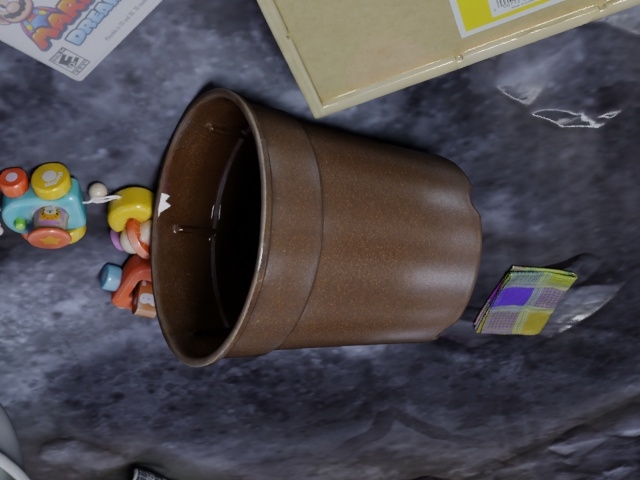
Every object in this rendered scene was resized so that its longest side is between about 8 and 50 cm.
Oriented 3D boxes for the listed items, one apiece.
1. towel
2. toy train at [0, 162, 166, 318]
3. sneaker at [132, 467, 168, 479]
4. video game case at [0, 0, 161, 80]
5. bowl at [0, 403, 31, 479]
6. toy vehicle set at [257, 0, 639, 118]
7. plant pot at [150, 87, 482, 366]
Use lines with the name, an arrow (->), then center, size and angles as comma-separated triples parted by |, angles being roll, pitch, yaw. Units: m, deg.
towel -> 0.162, 0.050, 0.973 | 0.060, 0.009, 0.083 | 5, 140, -16
toy train -> -0.156, 0.010, 0.835 | 0.166, 0.046, 0.125 | 19, 134, -31
sneaker -> -0.217, 0.283, 1.154 | 0.235, 0.090, 0.095 | -33, 123, 23
video game case -> -0.139, -0.163, 0.639 | 0.143, 0.019, 0.157 | 27, 129, -37
bowl -> -0.353, 0.153, 0.909 | 0.298, 0.134, 0.298 | -5, 142, -4
toy vehicle set -> 0.092, -0.171, 0.644 | 0.267, 0.035, 0.166 | -19, 141, 6
plant pot -> 0.000, 0.000, 0.769 | 0.165, 0.167, 0.167 | 6, 140, -29
